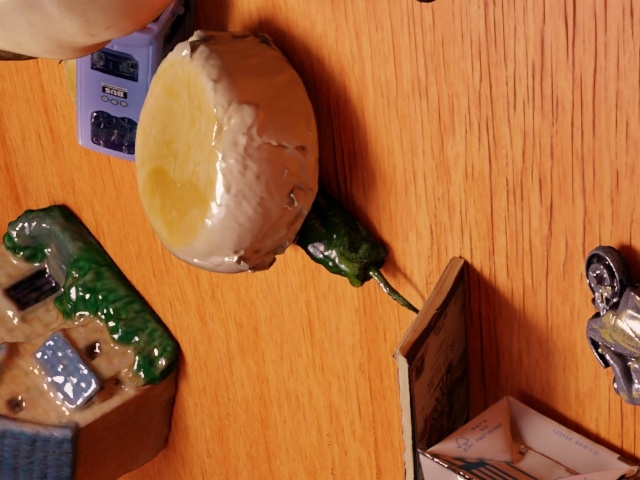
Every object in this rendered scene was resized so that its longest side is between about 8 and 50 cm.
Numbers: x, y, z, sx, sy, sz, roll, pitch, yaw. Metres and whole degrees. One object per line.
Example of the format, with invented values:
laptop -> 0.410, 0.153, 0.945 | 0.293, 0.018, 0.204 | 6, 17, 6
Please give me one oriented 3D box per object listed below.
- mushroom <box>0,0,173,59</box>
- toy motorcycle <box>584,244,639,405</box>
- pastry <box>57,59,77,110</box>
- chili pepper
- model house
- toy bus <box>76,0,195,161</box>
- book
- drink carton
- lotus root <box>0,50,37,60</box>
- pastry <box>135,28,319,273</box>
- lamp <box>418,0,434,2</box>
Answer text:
mushroom -> -0.240, -0.338, 1.581 | 0.353, 0.325, 0.353 | -14, -90, -90
toy motorcycle -> 0.279, 0.096, 1.416 | 0.193, 0.061, 0.124 | 48, 145, 40
pastry -> -0.257, -0.191, 2.098 | 0.166, 0.088, 0.166 | 44, 149, 35
chili pepper -> 0.000, 0.000, 1.838 | 0.279, 0.065, 0.122 | 30, 148, 51
model house -> -0.454, 0.192, 2.529 | 0.382, 0.342, 0.335 | 51, 153, 23
toy bus -> -0.211, -0.226, 1.881 | 0.125, 0.133, 0.292 | 15, 140, 5
book -> 0.116, 0.152, 1.679 | 0.026, 0.157, 0.231 | 13, 130, 22
drink carton -> 0.226, 0.332, 1.655 | 0.194, 0.132, 0.325 | 28, 139, 48
lotus root -> -0.385, -0.313, 2.078 | 0.397, 0.196, 0.179 | -157, 62, -68
pastry -> -0.099, -0.093, 1.792 | 0.265, 0.133, 0.265 | 5, 96, 62
lamp -> 0.013, -0.306, 1.407 | 0.244, 0.197, 0.198 | 29, 139, 33
